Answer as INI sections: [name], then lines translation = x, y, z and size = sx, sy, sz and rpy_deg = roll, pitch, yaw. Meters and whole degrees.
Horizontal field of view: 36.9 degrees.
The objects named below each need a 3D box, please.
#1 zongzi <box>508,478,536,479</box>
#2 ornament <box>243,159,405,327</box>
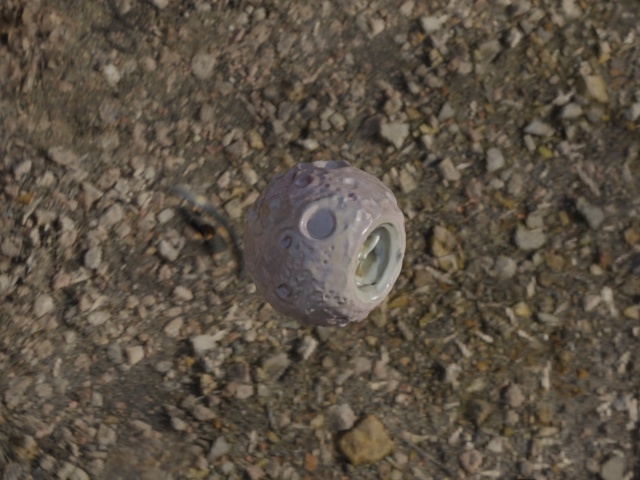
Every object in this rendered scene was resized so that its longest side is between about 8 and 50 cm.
[zongzi]
translation = 0.092, 0.341, 0.665
size = 0.274, 0.145, 0.300
rpy_deg = -10, 55, -20
[ornament]
translation = 0.000, 0.000, 1.481
size = 0.259, 0.225, 0.259
rpy_deg = -29, 127, -46
